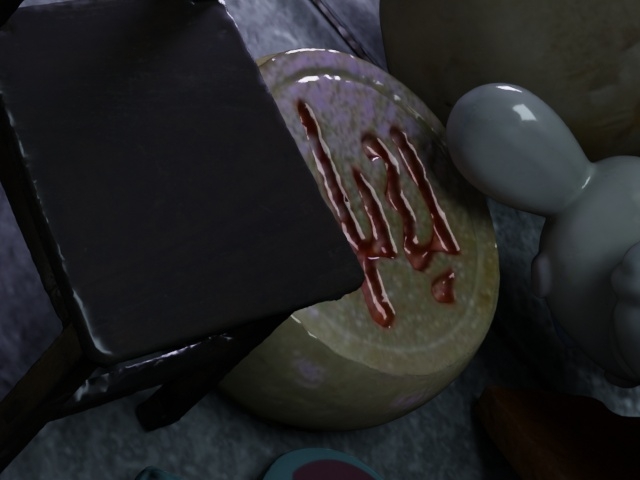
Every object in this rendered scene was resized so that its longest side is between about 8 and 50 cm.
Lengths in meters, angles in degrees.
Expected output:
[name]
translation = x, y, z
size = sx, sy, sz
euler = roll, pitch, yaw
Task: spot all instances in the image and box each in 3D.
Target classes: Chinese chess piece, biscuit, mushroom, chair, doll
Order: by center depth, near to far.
[chair]
translation = -0.085, -0.049, 1.014
size = 0.203, 0.416, 0.240
euler = -14, 76, -44
[Chinese chess piece]
translation = 0.000, 0.000, 1.281
size = 0.270, 0.112, 0.270
euler = 21, 55, -32
[doll]
translation = 0.262, 0.080, 1.306
size = 0.376, 0.187, 0.365
euler = 18, 24, -40
[biscuit]
translation = 0.250, 0.194, 1.360
size = 0.306, 0.043, 0.284
euler = 28, 23, 9
[mushroom]
translation = 0.184, -0.202, 1.483
size = 0.293, 0.292, 0.290
euler = 29, 21, -25

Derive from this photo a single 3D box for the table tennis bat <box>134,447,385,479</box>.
[table tennis bat]
translation = -0.023, 0.198, 1.204
size = 0.244, 0.040, 0.152
euler = 25, 53, -34
